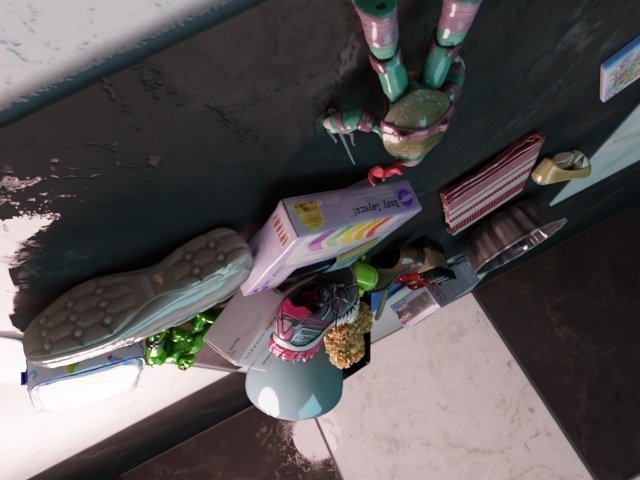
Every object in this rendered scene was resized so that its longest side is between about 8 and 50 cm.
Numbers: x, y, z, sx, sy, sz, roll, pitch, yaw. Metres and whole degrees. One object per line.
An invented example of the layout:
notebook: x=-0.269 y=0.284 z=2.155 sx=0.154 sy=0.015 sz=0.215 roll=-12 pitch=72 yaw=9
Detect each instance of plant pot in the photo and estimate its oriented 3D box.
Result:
plant pot: x=-0.066 y=0.338 z=1.195 sx=0.290 sy=0.290 sz=0.196 roll=-10 pitch=117 yaw=-38

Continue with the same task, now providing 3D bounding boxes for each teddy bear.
teddy bear: x=0.078 y=0.215 z=1.094 sx=0.245 sy=0.113 sz=0.338 roll=-54 pitch=143 yaw=-32

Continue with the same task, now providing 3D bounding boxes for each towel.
towel: x=0.406 y=-0.119 z=1.001 sx=0.237 sy=0.037 sz=0.329 roll=-34 pitch=159 yaw=9

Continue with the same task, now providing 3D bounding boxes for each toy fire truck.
toy fire truck: x=0.263 y=0.123 z=1.234 sx=0.246 sy=0.159 sz=0.217 roll=-27 pitch=161 yaw=23

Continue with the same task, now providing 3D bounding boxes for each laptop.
laptop: x=0.175 y=0.331 z=1.477 sx=0.236 sy=0.408 sz=0.382 roll=19 pitch=140 yaw=-15

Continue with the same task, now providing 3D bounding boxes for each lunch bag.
lunch bag: x=-0.404 y=0.221 z=0.709 sx=0.175 sy=0.090 sz=0.219 roll=-9 pitch=152 yaw=-33

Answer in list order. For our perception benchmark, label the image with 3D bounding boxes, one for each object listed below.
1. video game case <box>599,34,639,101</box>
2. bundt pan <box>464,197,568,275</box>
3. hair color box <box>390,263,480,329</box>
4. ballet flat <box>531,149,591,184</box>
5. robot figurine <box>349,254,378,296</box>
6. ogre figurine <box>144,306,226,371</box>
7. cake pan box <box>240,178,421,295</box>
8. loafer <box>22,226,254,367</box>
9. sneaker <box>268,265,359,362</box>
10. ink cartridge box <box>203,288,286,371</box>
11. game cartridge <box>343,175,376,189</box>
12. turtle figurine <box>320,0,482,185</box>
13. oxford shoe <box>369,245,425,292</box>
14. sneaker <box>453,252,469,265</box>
video game case: x=0.579 y=-0.330 z=0.760 sx=0.119 sy=0.015 sz=0.166 roll=-38 pitch=156 yaw=25
bundt pan: x=0.612 y=-0.021 z=1.341 sx=0.330 sy=0.124 sz=0.331 roll=-24 pitch=159 yaw=-10
hair color box: x=0.460 y=0.207 z=1.625 sx=0.374 sy=0.114 sz=0.185 roll=-15 pitch=156 yaw=-47
ballet flat: x=0.639 y=-0.194 z=1.058 sx=0.232 sy=0.080 sz=0.073 roll=-17 pitch=141 yaw=-30
robot figurine: x=0.093 y=0.086 z=1.013 sx=0.115 sy=0.101 sz=0.067 roll=19 pitch=151 yaw=-32
ogre figurine: x=-0.270 y=0.191 z=0.815 sx=0.118 sy=0.096 sz=0.197 roll=-53 pitch=178 yaw=21
cake pan box: x=0.000 y=0.000 z=0.704 sx=0.245 sy=0.070 sz=0.267 roll=-11 pitch=161 yaw=-34
loafer: x=-0.243 y=0.091 z=0.592 sx=0.319 sy=0.112 sz=0.112 roll=-23 pitch=150 yaw=-13
sneaker: x=0.008 y=0.119 z=0.830 sx=0.299 sy=0.120 sz=0.112 roll=-43 pitch=148 yaw=-58
ink cartridge box: x=-0.131 y=0.181 z=0.874 sx=0.160 sy=0.092 sz=0.219 roll=-55 pitch=162 yaw=-14
game cartridge: x=0.059 y=-0.078 z=0.704 sx=0.083 sy=0.017 sz=0.056 roll=-28 pitch=155 yaw=0
turtle figurine: x=0.096 y=-0.157 z=0.450 sx=0.175 sy=0.118 sz=0.234 roll=-25 pitch=153 yaw=-8
oxford shoe: x=0.172 y=0.072 z=1.117 sx=0.096 sy=0.083 sz=0.227 roll=15 pitch=141 yaw=-26
sneaker: x=0.573 y=0.070 z=1.591 sx=0.119 sy=0.057 sz=0.047 roll=-34 pitch=160 yaw=19
